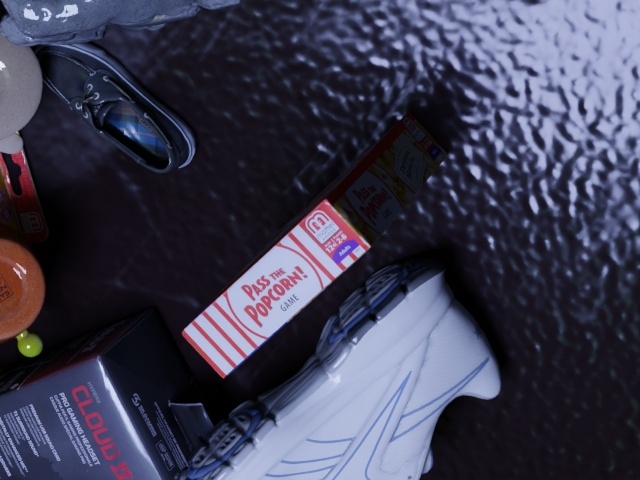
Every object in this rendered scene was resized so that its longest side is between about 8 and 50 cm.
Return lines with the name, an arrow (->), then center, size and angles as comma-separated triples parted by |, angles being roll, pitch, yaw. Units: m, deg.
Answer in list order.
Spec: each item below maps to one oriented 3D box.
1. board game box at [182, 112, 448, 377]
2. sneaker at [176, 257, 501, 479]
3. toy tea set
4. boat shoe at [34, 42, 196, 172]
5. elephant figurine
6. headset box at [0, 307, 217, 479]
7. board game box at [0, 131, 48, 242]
board game box -> 0.000, 0.000, 1.262 | 0.045, 0.193, 0.147 | 47, 117, -2
sneaker -> 0.007, 0.149, 1.322 | 0.297, 0.111, 0.129 | -42, 103, 1
toy tea set -> -0.301, -0.059, 1.358 | 0.200, 0.124, 0.336 | -1, 92, -17
boat shoe -> -0.154, -0.100, 1.362 | 0.142, 0.040, 0.049 | 35, 118, 3
elephant figurine -> -0.163, -0.259, 1.251 | 0.186, 0.169, 0.239 | -9, 92, -8
headset box -> -0.193, 0.198, 1.452 | 0.293, 0.110, 0.218 | -21, 101, 25
board game box -> -0.345, -0.035, 1.459 | 0.259, 0.039, 0.124 | -9, 107, 19
